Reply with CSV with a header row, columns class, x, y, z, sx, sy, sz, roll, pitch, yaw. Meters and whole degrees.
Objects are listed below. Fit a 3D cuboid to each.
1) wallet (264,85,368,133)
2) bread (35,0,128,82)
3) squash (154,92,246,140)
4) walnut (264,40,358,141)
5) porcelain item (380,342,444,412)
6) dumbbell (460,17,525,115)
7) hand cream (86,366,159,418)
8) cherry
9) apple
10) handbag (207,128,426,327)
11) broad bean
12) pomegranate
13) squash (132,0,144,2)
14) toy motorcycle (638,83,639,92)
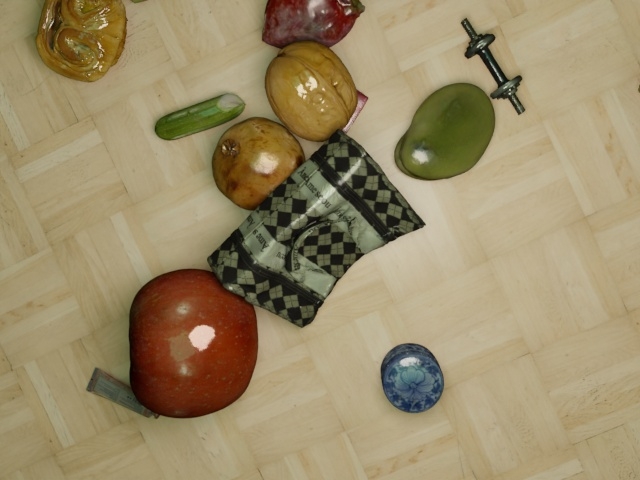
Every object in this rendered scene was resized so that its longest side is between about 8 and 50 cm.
class,x,y,z,sx,sy,sz,roll,pitch,yaw
wallet,-0.009,-0.358,1.400,0.232,0.025,0.119,33,96,1
bread,-0.575,-0.505,1.392,0.198,0.120,0.236,19,95,2
squash,-0.293,-0.300,1.408,0.238,0.069,0.069,-17,93,7
walnut,-0.020,-0.331,1.293,0.193,0.193,0.226,-33,115,7
porcelain item,0.218,0.329,1.387,0.147,0.114,0.147,0,96,5
dumbbell,0.398,-0.401,1.331,0.081,0.081,0.254,-33,91,7
hand cream,-0.508,0.404,1.498,0.209,0.043,0.067,25,94,8
cherry,-0.031,-0.524,1.314,0.249,0.192,0.175,-31,53,16
apple,-0.293,0.233,1.324,0.276,0.348,0.349,-1,95,-16
handbag,0.000,0.000,1.311,0.416,0.180,0.316,-43,133,5
broad bean,0.295,-0.244,1.335,0.189,0.121,0.263,43,95,-3
pomegranate,-0.145,-0.176,1.329,0.215,0.215,0.216,0,94,5
squash,-0.372,-0.645,1.387,0.250,0.083,0.083,-25,92,10
toy motorcycle,0.845,-0.263,1.259,0.236,0.169,0.411,-15,93,8
